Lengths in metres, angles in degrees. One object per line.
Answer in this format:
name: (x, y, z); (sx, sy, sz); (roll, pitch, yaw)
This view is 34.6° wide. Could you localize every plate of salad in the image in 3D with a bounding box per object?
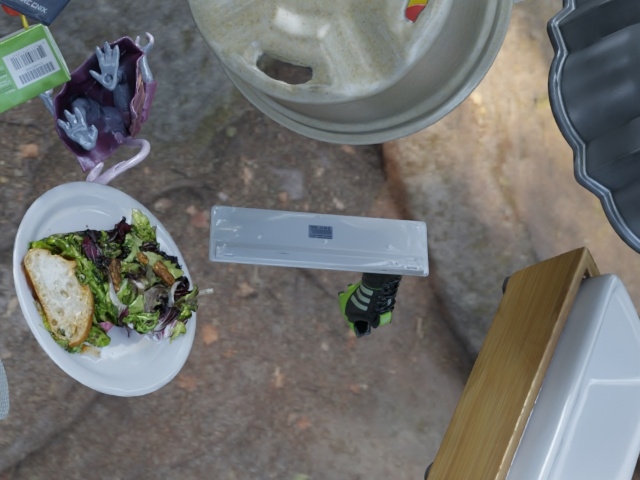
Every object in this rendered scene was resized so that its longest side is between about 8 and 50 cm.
plate of salad: (-0.178, 0.037, 0.902); (0.200, 0.048, 0.200); (30, 47, -39)

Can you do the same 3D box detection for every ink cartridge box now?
ink cartridge box: (-0.521, -0.262, 1.635); (0.189, 0.255, 0.097); (-30, 109, -17)

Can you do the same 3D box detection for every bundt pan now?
bundt pan: (0.348, -0.129, 0.812); (0.331, 0.124, 0.331); (6, 75, -22)

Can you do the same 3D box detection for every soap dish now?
soap dish: (0.224, 0.185, 1.010); (0.229, 0.118, 0.291); (53, 55, -42)

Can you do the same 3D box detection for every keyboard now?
keyboard: (0.000, 0.000, 1.194); (0.256, 0.014, 0.072); (4, 57, -9)

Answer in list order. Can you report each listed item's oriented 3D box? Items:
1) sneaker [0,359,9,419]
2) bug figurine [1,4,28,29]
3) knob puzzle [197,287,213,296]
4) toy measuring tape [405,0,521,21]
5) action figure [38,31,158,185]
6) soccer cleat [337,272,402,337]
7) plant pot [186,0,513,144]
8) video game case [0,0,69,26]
sneaker: (-0.513, 0.182, 1.326); (0.282, 0.161, 0.102); (73, 5, -70)
bug figurine: (-0.367, -0.321, 1.046); (0.072, 0.279, 0.216); (-40, 101, -8)
knob puzzle: (-0.297, 0.098, 1.954); (0.213, 0.213, 0.030); (-7, 89, -44)
toy measuring tape: (0.200, -0.262, 1.326); (0.121, 0.330, 0.121); (-1, 90, -64)
action figure: (-0.374, -0.244, 1.938); (0.248, 0.370, 0.275); (-30, 89, -5)
soccer cleat: (0.076, 0.065, 1.296); (0.060, 0.179, 0.072); (-16, 70, -27)
plant pot: (0.016, -0.243, 0.943); (0.305, 0.334, 0.333); (-49, 133, -77)
video game case: (-0.214, -0.315, 0.827); (0.274, 0.026, 0.196); (-45, 147, 16)
